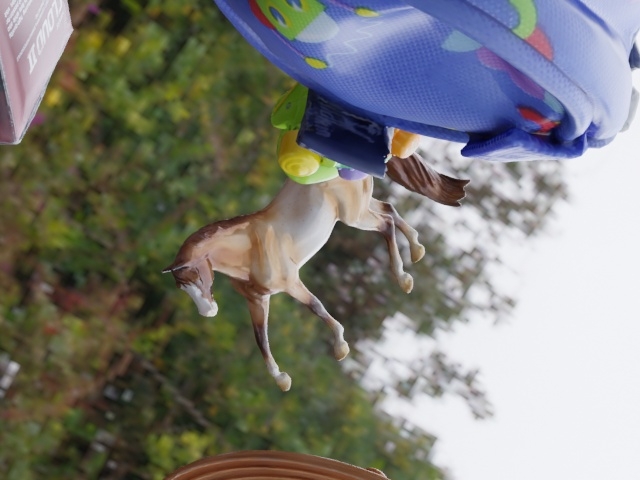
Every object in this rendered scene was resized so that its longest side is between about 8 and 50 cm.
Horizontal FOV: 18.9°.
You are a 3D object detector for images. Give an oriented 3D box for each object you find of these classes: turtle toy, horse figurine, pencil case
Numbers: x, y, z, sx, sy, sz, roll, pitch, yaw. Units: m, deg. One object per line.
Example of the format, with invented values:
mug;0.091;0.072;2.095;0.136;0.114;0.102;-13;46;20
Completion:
turtle toy;0.016;-0.072;1.104;0.130;0.066;0.095;-24;-134;45
horse figurine;0.000;0.000;1.595;0.263;0.174;0.066;-42;-154;-18
pencil case;0.085;-0.158;0.503;0.306;0.133;0.119;-60;-154;-12

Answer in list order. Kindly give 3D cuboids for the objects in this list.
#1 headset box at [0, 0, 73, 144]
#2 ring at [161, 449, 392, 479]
headset box;-0.245;-0.167;0.870;0.218;0.293;0.110;1;-143;10
ring;0.013;0.274;1.449;0.336;0.336;0.032;-18;-151;36
